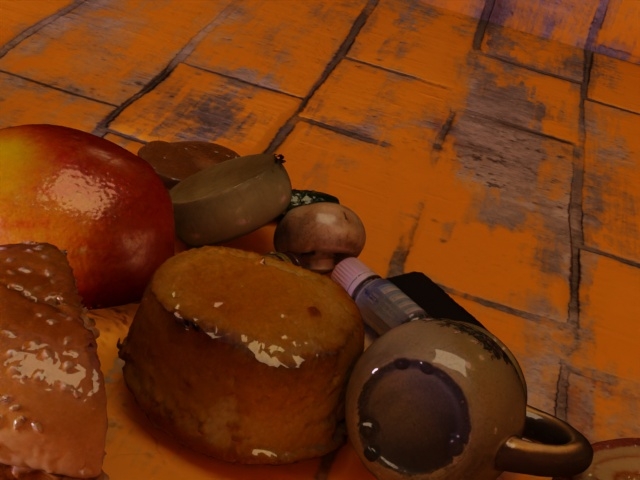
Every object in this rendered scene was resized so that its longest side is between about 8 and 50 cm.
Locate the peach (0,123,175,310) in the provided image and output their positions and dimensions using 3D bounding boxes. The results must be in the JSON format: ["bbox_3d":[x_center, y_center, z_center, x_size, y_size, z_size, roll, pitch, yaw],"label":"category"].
[{"bbox_3d":[-0.410,-0.038,1.758,0.380,0.242,0.306,8,26,-11],"label":"peach"}]

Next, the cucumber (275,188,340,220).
[{"bbox_3d":[-0.074,-0.067,2.125,0.227,0.069,0.069,2,32,-13],"label":"cucumber"}]

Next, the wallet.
[{"bbox_3d":[0.199,0.131,1.942,0.124,0.025,0.244,-11,39,-36],"label":"wallet"}]

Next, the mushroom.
[{"bbox_3d":[0.000,0.000,1.967,0.166,0.127,0.166,-3,-6,0],"label":"mushroom"}]

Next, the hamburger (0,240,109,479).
[{"bbox_3d":[-0.419,0.176,1.378,0.287,0.268,0.445,-6,37,-25],"label":"hamburger"}]

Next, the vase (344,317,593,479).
[{"bbox_3d":[0.214,0.239,1.528,0.329,0.241,0.302,22,9,21],"label":"vase"}]

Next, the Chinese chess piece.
[{"bbox_3d":[-0.159,-0.074,1.973,0.238,0.092,0.238,-19,18,6],"label":"Chinese chess piece"}]

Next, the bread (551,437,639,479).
[{"bbox_3d":[0.414,0.362,1.547,0.244,0.123,0.190,-1,31,-25],"label":"bread"}]

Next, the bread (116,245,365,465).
[{"bbox_3d":[-0.097,0.157,1.599,0.358,0.204,0.337,24,36,13],"label":"bread"}]

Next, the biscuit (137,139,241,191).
[{"bbox_3d":[-0.249,-0.138,2.181,0.208,0.049,0.181,-3,34,-26],"label":"biscuit"}]

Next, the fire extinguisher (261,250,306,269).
[{"bbox_3d":[-0.139,0.079,1.833,0.252,0.106,0.075,-9,44,-47],"label":"fire extinguisher"}]

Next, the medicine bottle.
[{"bbox_3d":[0.100,0.106,1.882,0.083,0.083,0.203,-13,40,-38],"label":"medicine bottle"}]
